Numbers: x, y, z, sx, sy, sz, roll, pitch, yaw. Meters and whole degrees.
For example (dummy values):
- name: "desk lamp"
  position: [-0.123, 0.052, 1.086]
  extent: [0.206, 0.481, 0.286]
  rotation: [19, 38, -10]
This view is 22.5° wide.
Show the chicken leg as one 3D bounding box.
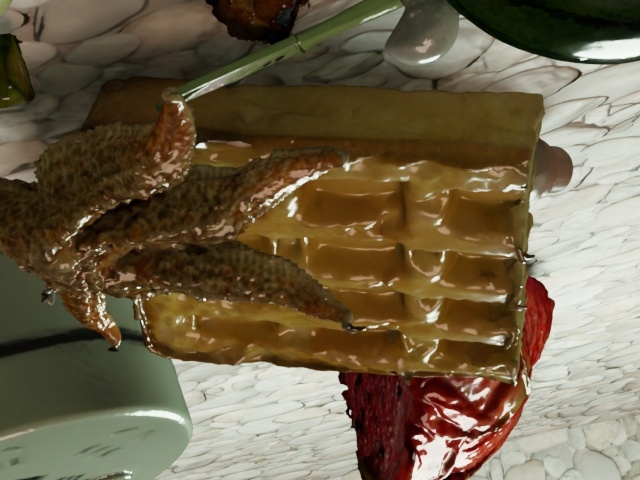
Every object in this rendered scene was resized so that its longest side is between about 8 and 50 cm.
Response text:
- name: "chicken leg"
  position: [-0.032, -0.147, 0.909]
  extent: [0.062, 0.037, 0.145]
  rotation: [1, 164, -7]

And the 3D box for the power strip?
- name: "power strip"
  position: [-0.296, 0.153, 1.367]
  extent: [0.357, 0.161, 0.357]
  rotation: [-19, 160, -7]

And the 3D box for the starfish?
- name: "starfish"
  position: [-0.110, 0.003, 0.986]
  extent: [0.293, 0.084, 0.301]
  rotation: [-8, 144, 30]

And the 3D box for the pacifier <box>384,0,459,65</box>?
- name: "pacifier"
  position: [0.035, -0.141, 0.825]
  extent: [0.150, 0.117, 0.127]
  rotation: [-6, 163, -32]

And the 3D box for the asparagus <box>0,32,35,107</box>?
- name: "asparagus"
  position: [-0.252, -0.082, 0.905]
  extent: [0.178, 0.045, 0.041]
  rotation: [-10, -167, 2]

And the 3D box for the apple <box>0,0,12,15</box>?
- name: "apple"
  position: [-0.181, -0.139, 0.549]
  extent: [0.196, 0.196, 0.196]
  rotation: [-13, 164, -4]

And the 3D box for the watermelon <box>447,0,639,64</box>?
- name: "watermelon"
  position: [0.136, -0.169, 0.682]
  extent: [0.214, 0.188, 0.188]
  rotation: [-2, 163, -4]

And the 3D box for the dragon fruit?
- name: "dragon fruit"
  position: [0.111, 0.125, 1.732]
  extent: [0.240, 0.302, 0.330]
  rotation: [15, 150, 11]

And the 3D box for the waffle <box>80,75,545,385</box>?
- name: "waffle"
  position: [0.000, 0.001, 1.121]
  extent: [0.304, 0.077, 0.348]
  rotation: [4, 152, 5]

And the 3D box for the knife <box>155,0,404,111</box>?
- name: "knife"
  position: [-0.006, -0.120, 0.950]
  extent: [0.207, 0.014, 0.030]
  rotation: [-27, 175, -20]

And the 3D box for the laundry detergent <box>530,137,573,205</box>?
- name: "laundry detergent"
  position: [0.078, -0.044, 1.268]
  extent: [0.237, 0.076, 0.171]
  rotation: [-2, 162, -43]
